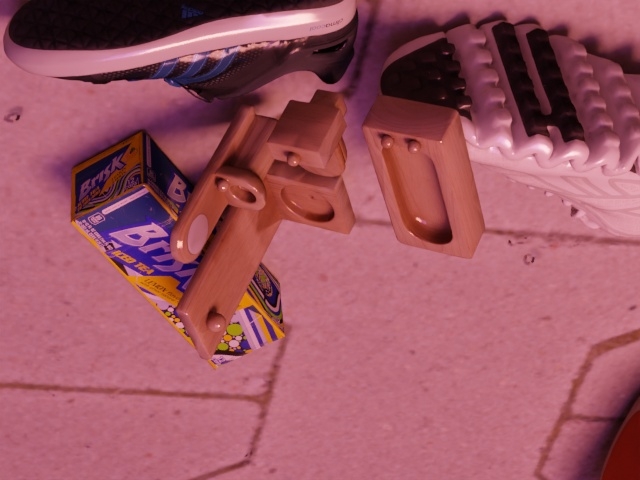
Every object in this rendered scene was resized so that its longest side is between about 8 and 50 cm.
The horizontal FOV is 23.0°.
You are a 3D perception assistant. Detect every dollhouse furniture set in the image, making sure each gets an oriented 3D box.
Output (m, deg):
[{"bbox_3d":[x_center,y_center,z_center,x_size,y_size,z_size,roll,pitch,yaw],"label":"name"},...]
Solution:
[{"bbox_3d":[0.000,0.000,0.926,0.151,0.123,0.144,14,149,24],"label":"dollhouse furniture set"}]

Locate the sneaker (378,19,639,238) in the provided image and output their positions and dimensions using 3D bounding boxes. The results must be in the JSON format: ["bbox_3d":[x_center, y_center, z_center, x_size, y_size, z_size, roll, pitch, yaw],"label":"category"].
[{"bbox_3d":[0.169,-0.055,0.977,0.292,0.110,0.118,9,140,-16],"label":"sneaker"}]

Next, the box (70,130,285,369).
[{"bbox_3d":[-0.091,0.009,1.025,0.059,0.054,0.169,-26,132,16],"label":"box"}]

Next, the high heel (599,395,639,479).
[{"bbox_3d":[0.348,0.137,1.153,0.181,0.127,0.377,22,124,-13],"label":"high heel"}]

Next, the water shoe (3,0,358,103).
[{"bbox_3d":[-0.077,-0.107,0.906,0.203,0.073,0.080,-7,138,-1],"label":"water shoe"}]
